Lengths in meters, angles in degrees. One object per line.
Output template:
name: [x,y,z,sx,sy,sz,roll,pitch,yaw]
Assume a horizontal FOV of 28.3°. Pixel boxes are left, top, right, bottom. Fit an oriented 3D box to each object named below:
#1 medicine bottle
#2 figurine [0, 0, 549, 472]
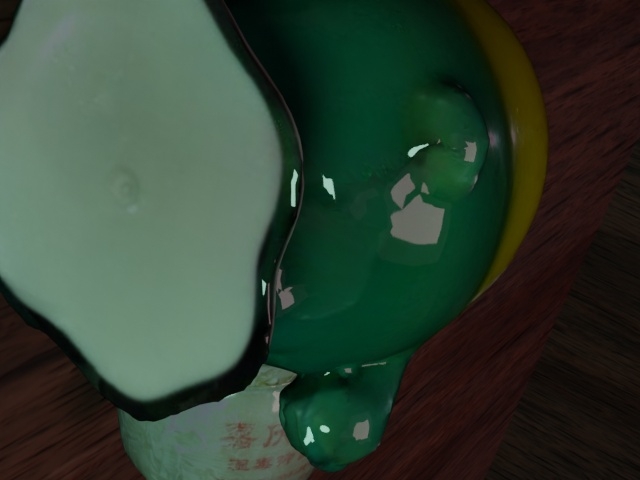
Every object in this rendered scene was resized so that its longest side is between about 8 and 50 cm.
medicine bottle: [-0.055,0.078,0.824,0.147,0.147,0.143,-39,150,-49]
figurine: [0.005,-0.048,0.671,0.340,0.231,0.323,-21,102,-57]
